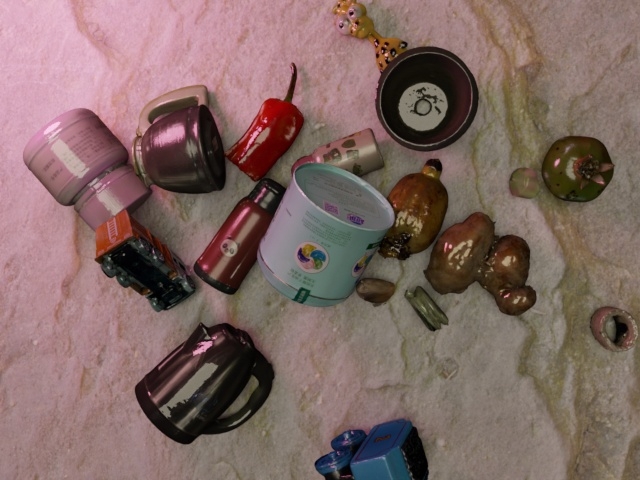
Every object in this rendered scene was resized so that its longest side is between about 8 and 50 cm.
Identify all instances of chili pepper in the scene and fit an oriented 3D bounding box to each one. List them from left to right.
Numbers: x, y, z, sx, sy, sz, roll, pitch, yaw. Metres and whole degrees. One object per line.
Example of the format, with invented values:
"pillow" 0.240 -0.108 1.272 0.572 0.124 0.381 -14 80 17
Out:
"chili pepper" -0.118 -0.325 1.870 0.134 0.131 0.338 38 88 -24

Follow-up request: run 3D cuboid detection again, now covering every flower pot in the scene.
"flower pot" 0.280 -0.367 1.797 0.268 0.166 0.269 0 92 7

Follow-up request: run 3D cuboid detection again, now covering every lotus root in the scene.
"lotus root" 0.255 -0.077 1.822 0.169 0.141 0.314 29 85 3

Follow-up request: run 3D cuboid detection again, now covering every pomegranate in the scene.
"pomegranate" 0.671 -0.183 1.726 0.181 0.224 0.182 0 96 0

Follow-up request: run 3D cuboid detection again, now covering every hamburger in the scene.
"hamburger" 0.288 0.186 1.824 0.062 0.140 0.133 -39 120 6

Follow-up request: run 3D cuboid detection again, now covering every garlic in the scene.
"garlic" 0.139 0.132 1.856 0.084 0.152 0.066 -51 42 32

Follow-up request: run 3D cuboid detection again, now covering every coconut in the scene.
"coconut" 0.548 -0.157 1.815 0.081 0.082 0.083 16 136 -18

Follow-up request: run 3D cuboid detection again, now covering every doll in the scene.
"doll" 0.143 -0.562 1.854 0.291 0.086 0.117 47 126 5

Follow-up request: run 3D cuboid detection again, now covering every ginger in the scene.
"ginger" 0.446 0.066 1.791 0.304 0.155 0.245 23 92 7

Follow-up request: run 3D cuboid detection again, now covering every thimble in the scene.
"thimble" 0.780 0.235 1.786 0.102 0.090 0.115 1 89 4

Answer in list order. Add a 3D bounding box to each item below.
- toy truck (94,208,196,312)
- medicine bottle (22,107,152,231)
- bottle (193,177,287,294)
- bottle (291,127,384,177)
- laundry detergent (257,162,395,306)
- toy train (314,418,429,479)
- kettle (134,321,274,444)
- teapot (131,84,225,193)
"toy truck" -0.480 0.058 1.849 0.136 0.305 0.162 -32 48 6
"medicine bottle" -0.645 -0.189 1.881 0.241 0.241 0.302 -40 95 6
"bottle" -0.207 -0.018 1.879 0.144 0.144 0.336 36 94 5
"bottle" 0.042 -0.215 1.856 0.253 0.120 0.121 -19 89 7
"laundry detergent" 0.000 0.000 1.755 0.287 0.287 0.305 31 119 6
"toy train" 0.143 0.601 1.767 0.265 0.300 0.188 -19 89 18
"kettle" -0.293 0.397 1.879 0.324 0.228 0.321 -45 112 2
"teapot" -0.402 -0.278 1.847 0.239 0.239 0.322 -9 89 5
